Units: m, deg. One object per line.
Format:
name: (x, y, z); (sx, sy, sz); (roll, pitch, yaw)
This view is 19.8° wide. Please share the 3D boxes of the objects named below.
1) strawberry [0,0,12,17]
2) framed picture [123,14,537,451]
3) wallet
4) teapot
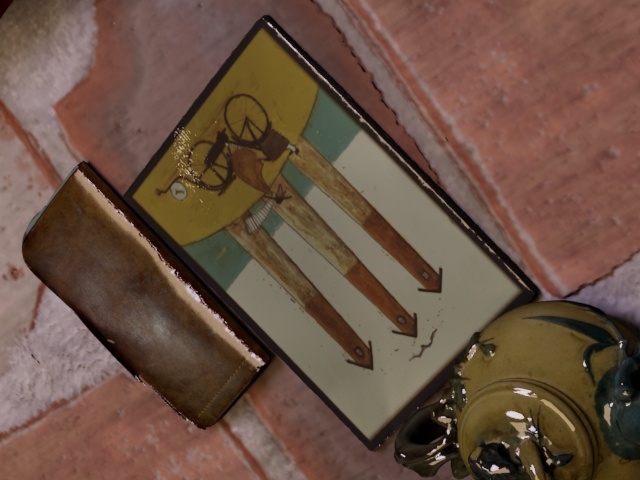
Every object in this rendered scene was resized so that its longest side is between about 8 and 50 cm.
strawberry: (-0.398, -0.257, 1.539); (0.345, 0.295, 0.317); (-12, 97, 17)
framed picture: (0.000, 0.000, 1.567); (0.324, 0.013, 0.244); (46, 127, 6)
wallet: (-0.166, 0.057, 1.678); (0.255, 0.031, 0.137); (46, 127, 6)
teapot: (0.164, 0.146, 1.430); (0.269, 0.182, 0.173); (-12, 105, 35)
